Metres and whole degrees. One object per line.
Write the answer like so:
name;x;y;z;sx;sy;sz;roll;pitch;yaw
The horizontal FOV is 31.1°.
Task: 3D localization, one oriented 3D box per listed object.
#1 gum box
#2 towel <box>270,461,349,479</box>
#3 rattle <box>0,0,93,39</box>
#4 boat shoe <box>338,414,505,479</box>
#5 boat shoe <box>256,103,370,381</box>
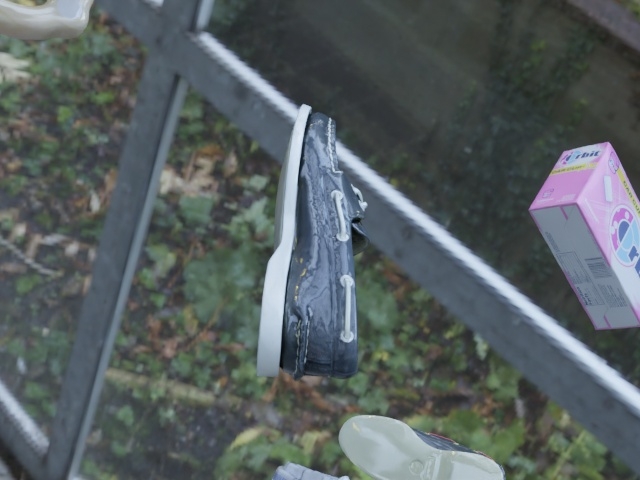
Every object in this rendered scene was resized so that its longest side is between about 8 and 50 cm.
gum box;0.315;0.001;1.271;0.188;0.062;0.107;57;49;-24
towel;-0.081;0.252;0.681;0.034;0.209;0.285;39;79;-3
rattle;-0.260;-0.240;0.891;0.199;0.130;0.143;20;-12;-22
boat shoe;0.077;0.170;0.878;0.133;0.049;0.042;15;-12;19
boat shoe;0.000;0.000;1.061;0.091;0.114;0.302;8;56;-2
